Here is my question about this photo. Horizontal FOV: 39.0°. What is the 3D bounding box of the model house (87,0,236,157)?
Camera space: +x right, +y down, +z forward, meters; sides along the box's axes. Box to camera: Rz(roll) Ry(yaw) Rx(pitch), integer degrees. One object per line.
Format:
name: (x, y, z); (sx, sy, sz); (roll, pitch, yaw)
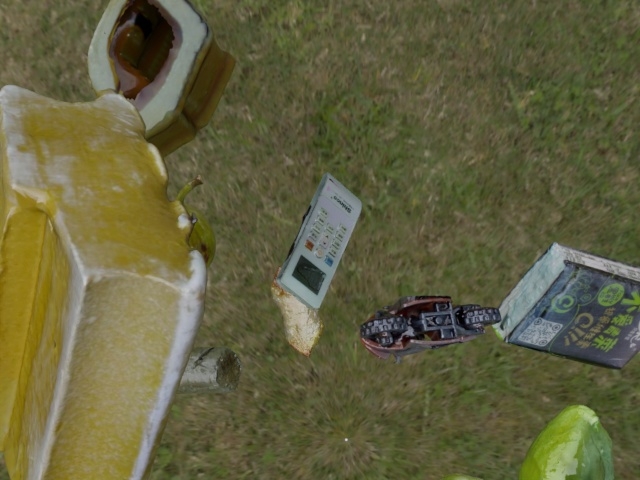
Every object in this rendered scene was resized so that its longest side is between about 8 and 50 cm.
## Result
model house: (-0.234, -0.241, 1.376); (0.173, 0.239, 0.268); (25, 84, 13)

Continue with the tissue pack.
tissue pack: (0.398, 0.102, 1.348); (0.235, 0.173, 0.073); (14, 35, -24)

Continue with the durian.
durian: (0.333, 0.344, 1.200); (0.139, 0.101, 0.250); (10, 77, -16)

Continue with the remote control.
remote control: (0.000, 0.000, 1.061); (0.065, 0.029, 0.166); (40, 56, -25)

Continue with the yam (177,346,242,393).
yam: (-0.157, 0.146, 1.007); (0.132, 0.054, 0.054); (-5, 77, 20)

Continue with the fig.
fig: (-0.163, -0.028, 1.085); (0.093, 0.093, 0.166); (20, 120, 6)

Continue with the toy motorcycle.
toy motorcycle: (0.143, 0.120, 1.261); (0.212, 0.118, 0.084); (-3, 72, -22)

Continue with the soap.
soap: (-0.194, 0.059, 0.707); (0.143, 0.281, 0.259); (0, 37, -32)

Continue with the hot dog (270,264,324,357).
hot dog: (-0.038, 0.121, 1.601); (0.078, 0.061, 0.169); (-14, 92, 28)

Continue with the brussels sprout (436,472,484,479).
brussels sprout: (0.232, 0.490, 1.624); (0.122, 0.151, 0.149); (14, 87, 7)
